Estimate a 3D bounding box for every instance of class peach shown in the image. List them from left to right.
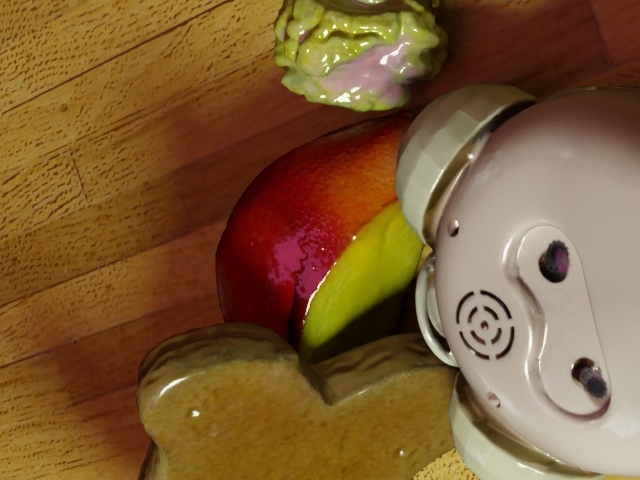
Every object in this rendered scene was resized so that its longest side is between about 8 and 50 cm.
[{"bbox_3d":[-0.005,0.003,1.578,0.159,0.154,0.267,36,123,28],"label":"peach"}]

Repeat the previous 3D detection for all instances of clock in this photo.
[{"bbox_3d":[0.219,0.034,1.402,0.326,0.184,0.342,-8,92,45],"label":"clock"}]

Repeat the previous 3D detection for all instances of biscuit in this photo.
[{"bbox_3d":[-0.072,0.228,1.578,0.394,0.368,0.076,-66,34,31],"label":"biscuit"}]

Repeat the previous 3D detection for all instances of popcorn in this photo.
[{"bbox_3d":[0.033,-0.171,1.520,0.145,0.126,0.126,-5,78,25],"label":"popcorn"}]
